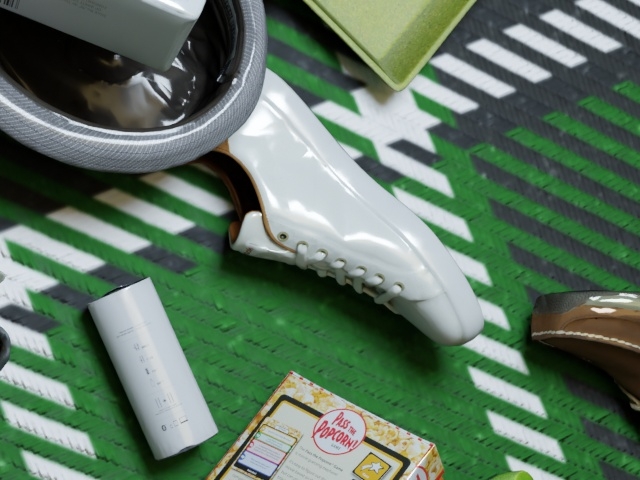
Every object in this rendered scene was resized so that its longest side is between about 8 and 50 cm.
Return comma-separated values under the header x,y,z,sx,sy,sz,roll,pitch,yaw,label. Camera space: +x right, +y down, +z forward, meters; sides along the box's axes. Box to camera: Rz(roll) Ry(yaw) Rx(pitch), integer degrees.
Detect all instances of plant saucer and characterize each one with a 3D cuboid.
x,y,z,sx,sy,sz,roll,pitch,yaw,label
0.045,-0.249,1.588,0.188,0.045,0.188,44,67,-13,plant saucer

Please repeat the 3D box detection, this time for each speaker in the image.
x,y,z,sx,sy,sz,roll,pitch,yaw,label
-0.131,0.098,1.447,0.055,0.055,0.136,-25,92,-26,speaker

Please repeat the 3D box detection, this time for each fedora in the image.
x,y,z,sx,sy,sz,roll,pitch,yaw,label
-0.178,-0.163,1.427,0.275,0.124,0.244,22,72,-12,fedora

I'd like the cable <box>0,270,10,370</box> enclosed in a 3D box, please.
x,y,z,sx,sy,sz,roll,pitch,yaw,label
-0.343,0.105,1.366,0.287,0.072,0.139,-47,119,-11,cable

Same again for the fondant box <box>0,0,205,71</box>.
x,y,z,sx,sy,sz,roll,pitch,yaw,label
-0.161,-0.317,1.352,0.238,0.096,0.330,22,66,-9,fondant box

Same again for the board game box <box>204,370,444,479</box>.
x,y,z,sx,sy,sz,roll,pitch,yaw,label
-0.019,0.210,1.435,0.193,0.146,0.045,-50,146,-22,board game box

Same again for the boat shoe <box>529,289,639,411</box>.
x,y,z,sx,sy,sz,roll,pitch,yaw,label
0.332,0.123,1.620,0.324,0.122,0.120,15,79,-21,boat shoe

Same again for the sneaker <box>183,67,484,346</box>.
x,y,z,sx,sy,sz,roll,pitch,yaw,label
0.000,0.000,1.504,0.290,0.106,0.123,45,70,0,sneaker

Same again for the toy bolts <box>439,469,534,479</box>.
x,y,z,sx,sy,sz,roll,pitch,yaw,label
0.104,0.315,1.505,0.218,0.158,0.229,45,47,-56,toy bolts
